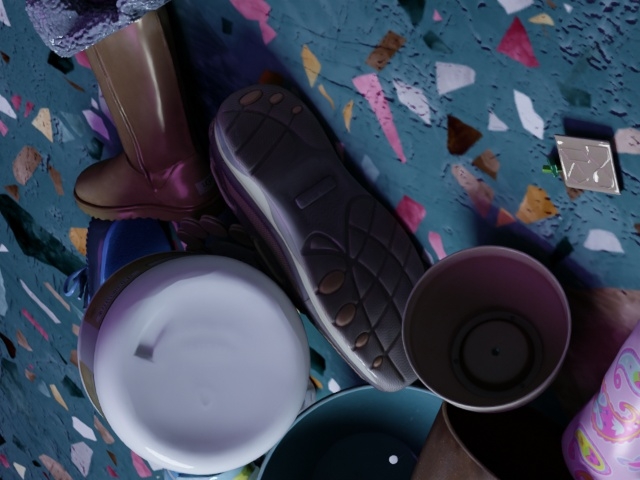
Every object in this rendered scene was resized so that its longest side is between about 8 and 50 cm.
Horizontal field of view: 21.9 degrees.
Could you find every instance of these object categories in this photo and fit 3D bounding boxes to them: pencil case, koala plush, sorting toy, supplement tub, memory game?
[{"bbox_3d":[0.314,0.135,1.487,0.124,0.124,0.284,42,145,15],"label":"pencil case"},{"bbox_3d":[-0.208,-0.332,1.626,0.203,0.196,0.221,-19,107,44],"label":"koala plush"},{"bbox_3d":[0.230,-0.072,1.485,0.083,0.012,0.062,12,136,41],"label":"sorting toy"},{"bbox_3d":[-0.149,0.126,1.829,0.228,0.228,0.316,57,170,-8],"label":"supplement tub"},{"bbox_3d":[-0.082,0.023,1.900,0.186,0.012,0.186,23,158,10],"label":"memory game"}]

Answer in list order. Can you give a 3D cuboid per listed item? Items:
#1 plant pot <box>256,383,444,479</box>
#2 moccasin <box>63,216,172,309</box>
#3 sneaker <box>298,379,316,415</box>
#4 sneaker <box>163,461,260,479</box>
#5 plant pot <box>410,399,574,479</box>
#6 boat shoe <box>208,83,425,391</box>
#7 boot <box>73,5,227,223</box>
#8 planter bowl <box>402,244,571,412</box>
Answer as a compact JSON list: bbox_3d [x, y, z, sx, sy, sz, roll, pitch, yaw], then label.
[{"bbox_3d":[0.063,0.295,1.848,0.290,0.290,0.195,53,177,-3],"label":"plant pot"},{"bbox_3d":[-0.263,0.078,2.128,0.117,0.138,0.342,34,143,32],"label":"moccasin"},{"bbox_3d":[-0.113,0.158,2.067,0.232,0.090,0.115,47,151,9],"label":"sneaker"},{"bbox_3d":[-0.103,0.343,2.199,0.319,0.127,0.208,27,142,31],"label":"sneaker"},{"bbox_3d":[0.160,0.304,1.666,0.215,0.215,0.230,38,111,20],"label":"plant pot"},{"bbox_3d":[0.000,0.000,1.756,0.355,0.132,0.130,61,157,1],"label":"boat shoe"},{"bbox_3d":[-0.229,-0.155,1.908,0.236,0.089,0.269,4,127,34],"label":"boot"},{"bbox_3d":[0.167,0.098,1.618,0.162,0.162,0.109,37,172,21],"label":"planter bowl"}]
